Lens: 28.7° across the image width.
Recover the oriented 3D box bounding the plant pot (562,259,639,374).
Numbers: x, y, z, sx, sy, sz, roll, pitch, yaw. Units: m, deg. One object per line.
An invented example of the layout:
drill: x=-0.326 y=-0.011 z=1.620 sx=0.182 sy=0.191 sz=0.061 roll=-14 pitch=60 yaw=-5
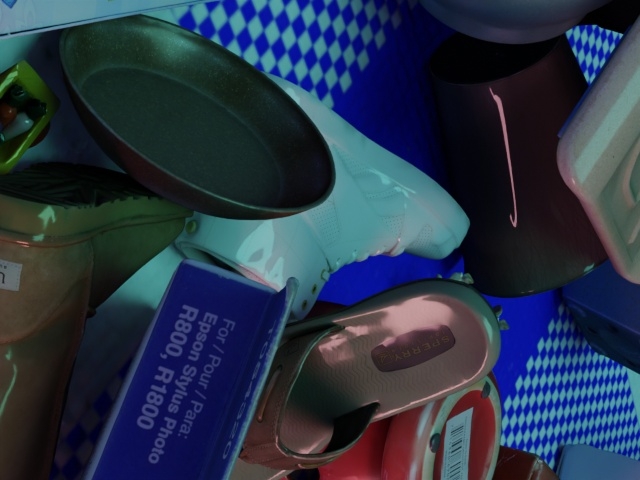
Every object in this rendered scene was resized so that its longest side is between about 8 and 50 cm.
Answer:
plant pot: x=0.434 y=0.034 z=1.511 sx=0.252 sy=0.248 sz=0.247 roll=-51 pitch=139 yaw=-12

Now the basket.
basket: x=0.197 y=-0.090 z=1.208 sx=0.204 sy=0.154 sz=0.227 roll=-36 pitch=124 yaw=-17

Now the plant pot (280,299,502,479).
plant pot: x=0.047 y=0.155 z=1.035 sx=0.191 sy=0.174 sz=0.191 roll=-22 pitch=117 yaw=-54

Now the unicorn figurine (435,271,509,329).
unicorn figurine: x=0.126 y=0.096 z=1.219 sx=0.162 sy=0.111 sz=0.060 roll=49 pitch=18 yaw=-24

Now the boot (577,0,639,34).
boot: x=0.344 y=-0.295 z=1.299 sx=0.246 sy=0.207 sz=0.094 roll=-54 pitch=141 yaw=-27

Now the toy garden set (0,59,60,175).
toy garden set: x=-0.247 y=-0.054 z=0.663 sx=0.244 sy=0.049 sz=0.204 roll=-62 pitch=142 yaw=-24

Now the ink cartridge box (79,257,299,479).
ink cartridge box: x=-0.119 y=0.177 z=0.721 sx=0.330 sy=0.071 sz=0.324 roll=131 pitch=-20 yaw=-77

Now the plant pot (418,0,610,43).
plant pot: x=0.166 y=-0.290 z=1.032 sx=0.293 sy=0.293 sz=0.196 roll=-53 pitch=165 yaw=-33

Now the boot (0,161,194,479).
boot: x=-0.177 y=0.090 z=0.775 sx=0.236 sy=0.089 sz=0.269 roll=-14 pitch=121 yaw=-69

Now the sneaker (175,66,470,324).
sneaker: x=0.000 y=0.000 z=0.995 sx=0.292 sy=0.108 sz=0.169 roll=29 pitch=76 yaw=-44

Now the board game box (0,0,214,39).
board game box: x=-0.137 y=-0.284 z=0.702 sx=0.318 sy=0.066 sz=0.319 roll=-26 pitch=114 yaw=-56

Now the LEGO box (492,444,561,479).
LEGO box: x=0.102 y=0.466 z=1.172 sx=0.372 sy=0.193 sz=0.500 roll=48 pitch=59 yaw=-49

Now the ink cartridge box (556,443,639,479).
ink cartridge box: x=0.491 y=0.390 z=1.641 sx=0.384 sy=0.279 sz=0.160 roll=24 pitch=80 yaw=-54

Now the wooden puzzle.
wooden puzzle: x=0.314 y=-0.143 z=1.083 sx=0.322 sy=0.080 sz=0.348 roll=-57 pitch=152 yaw=-1

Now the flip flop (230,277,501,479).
flip flop: x=0.000 y=0.114 z=0.893 sx=0.112 sy=0.277 sz=0.080 roll=60 pitch=21 yaw=-15

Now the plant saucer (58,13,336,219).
plant saucer: x=-0.083 y=-0.074 z=0.808 sx=0.198 sy=0.198 sz=0.036 roll=-9 pitch=141 yaw=-54
